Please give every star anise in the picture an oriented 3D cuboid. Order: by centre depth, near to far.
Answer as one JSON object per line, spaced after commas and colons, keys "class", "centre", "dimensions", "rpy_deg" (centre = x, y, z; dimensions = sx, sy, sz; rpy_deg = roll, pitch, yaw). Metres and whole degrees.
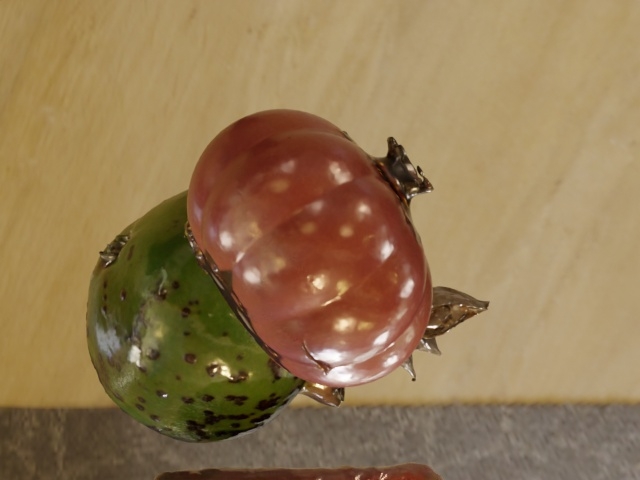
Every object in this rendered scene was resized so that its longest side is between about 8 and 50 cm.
{"class": "star anise", "centre": [0.060, 0.052, 1.139], "dimensions": [0.129, 0.056, 0.124], "rpy_deg": [-5, 123, 15]}

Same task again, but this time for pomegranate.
{"class": "pomegranate", "centre": [-0.086, 0.071, 1.457], "dimensions": [0.270, 0.254, 0.254], "rpy_deg": [25, 109, -8]}

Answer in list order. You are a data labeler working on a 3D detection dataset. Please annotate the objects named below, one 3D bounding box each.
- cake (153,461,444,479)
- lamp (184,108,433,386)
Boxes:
{"class": "cake", "centre": [-0.009, 0.353, 1.449], "dimensions": [0.308, 0.237, 0.230], "rpy_deg": [-1, 121, -16]}
{"class": "lamp", "centre": [0.000, 0.000, 0.934], "dimensions": [0.140, 0.182, 0.182], "rpy_deg": [-32, 116, -8]}
